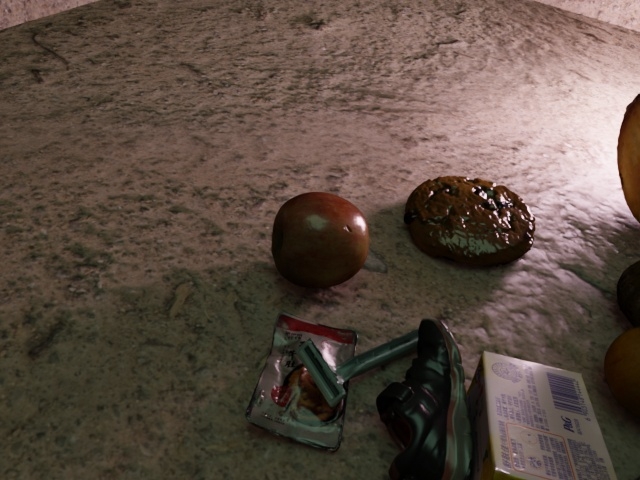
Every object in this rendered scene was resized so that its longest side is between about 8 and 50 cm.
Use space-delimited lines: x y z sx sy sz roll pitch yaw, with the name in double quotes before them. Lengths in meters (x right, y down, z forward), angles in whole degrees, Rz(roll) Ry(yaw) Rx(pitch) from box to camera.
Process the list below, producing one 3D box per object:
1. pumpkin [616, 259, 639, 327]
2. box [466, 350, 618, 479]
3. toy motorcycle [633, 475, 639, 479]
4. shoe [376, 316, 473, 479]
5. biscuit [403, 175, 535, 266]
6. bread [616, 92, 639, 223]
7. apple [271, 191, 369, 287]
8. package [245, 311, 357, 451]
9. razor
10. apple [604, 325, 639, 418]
"pumpkin" 0.686 0.115 1.032 0.219 0.162 0.219 4 39 -3
"box" 0.307 0.288 0.801 0.168 0.097 0.265 12 26 6
"toy motorcycle" 0.516 0.407 0.743 0.341 0.108 0.223 -25 60 -22
"shoe" 0.155 0.256 0.866 0.137 0.114 0.291 5 49 2
"biscuit" 0.334 -0.055 1.235 0.296 0.075 0.296 3 43 -2
"bread" 0.826 -0.193 1.216 0.215 0.398 0.398 -8 44 3
"apple" 0.000 0.000 1.065 0.174 0.188 0.188 4 42 -16
"package" -0.025 0.225 0.929 0.154 0.030 0.239 18 39 -2
"razor" 0.099 0.196 0.949 0.278 0.056 0.111 -10 47 -35
"apple" 0.575 0.218 0.910 0.182 0.155 0.182 1 50 -2
